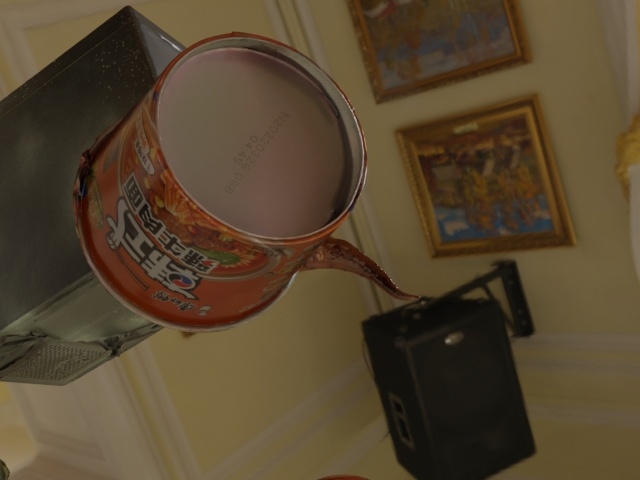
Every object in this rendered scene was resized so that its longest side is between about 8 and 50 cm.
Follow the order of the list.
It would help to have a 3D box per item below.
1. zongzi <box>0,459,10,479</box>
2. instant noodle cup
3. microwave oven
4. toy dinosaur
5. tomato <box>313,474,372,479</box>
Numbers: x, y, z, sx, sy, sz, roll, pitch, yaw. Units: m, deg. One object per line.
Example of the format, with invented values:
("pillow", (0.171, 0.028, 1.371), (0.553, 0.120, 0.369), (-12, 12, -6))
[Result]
("zongzi", (-0.497, 0.350, 1.001), (0.125, 0.274, 0.250), (-17, -131, -10))
("instant noodle cup", (-0.088, -0.058, 0.716), (0.250, 0.250, 0.192), (-27, 174, -33))
("microwave oven", (-0.305, -0.029, 1.043), (0.432, 0.374, 0.236), (-30, 155, 18))
("toy dinosaur", (0.000, 0.000, 1.622), (0.432, 0.208, 0.097), (10, -161, 24))
("tomato", (-0.008, 0.341, 0.754), (0.260, 0.180, 0.260), (-30, 172, -4))
